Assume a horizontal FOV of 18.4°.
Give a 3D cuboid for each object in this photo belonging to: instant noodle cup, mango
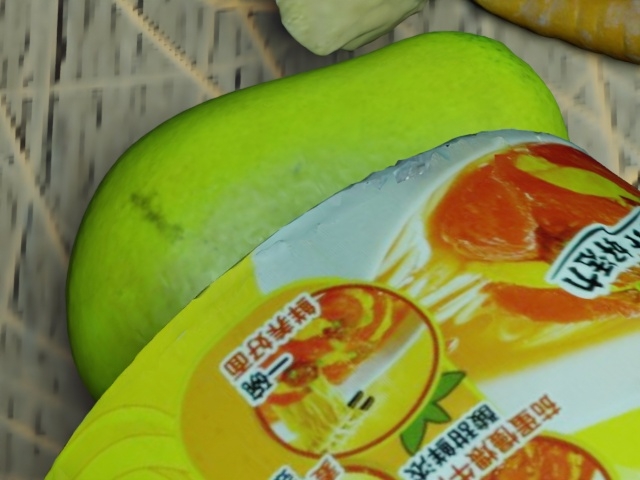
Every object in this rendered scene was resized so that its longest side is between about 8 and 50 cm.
[{"bbox_3d":[0.061,0.109,0.477,0.264,0.264,0.200,-43,63,0],"label":"instant noodle cup"},{"bbox_3d":[0.001,0.006,0.592,0.163,0.089,0.117,-21,68,7],"label":"mango"}]

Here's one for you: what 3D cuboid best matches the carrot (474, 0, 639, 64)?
[{"bbox_3d":[0.143,-0.058,0.603,0.216,0.048,0.048,17,81,22],"label":"carrot"}]

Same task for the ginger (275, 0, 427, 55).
[{"bbox_3d":[0.070,-0.128,0.603,0.123,0.115,0.193,27,88,9],"label":"ginger"}]
